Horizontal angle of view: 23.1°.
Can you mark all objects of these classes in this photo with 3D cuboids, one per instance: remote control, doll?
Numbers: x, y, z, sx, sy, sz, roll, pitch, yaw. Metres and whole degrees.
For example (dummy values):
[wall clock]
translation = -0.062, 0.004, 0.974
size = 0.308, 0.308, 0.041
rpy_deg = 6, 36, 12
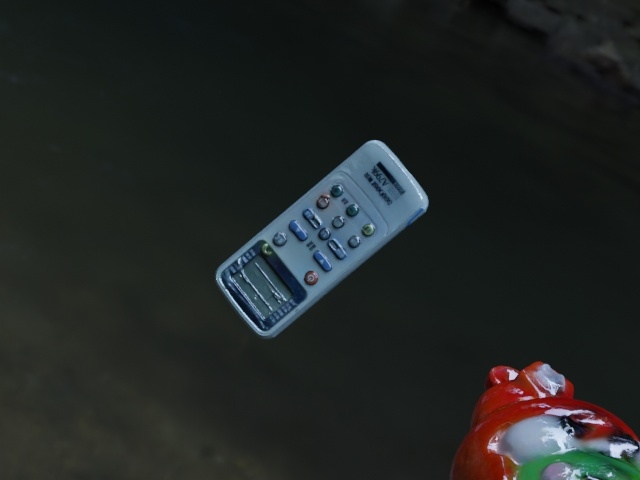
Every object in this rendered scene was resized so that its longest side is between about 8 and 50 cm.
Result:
[remote control]
translation = 0.000, 0.000, 0.869
size = 0.053, 0.124, 0.018
rpy_deg = 52, 8, 9
[doll]
translation = 0.196, 0.220, 1.281
size = 0.182, 0.160, 0.363
rpy_deg = 13, 31, -18
